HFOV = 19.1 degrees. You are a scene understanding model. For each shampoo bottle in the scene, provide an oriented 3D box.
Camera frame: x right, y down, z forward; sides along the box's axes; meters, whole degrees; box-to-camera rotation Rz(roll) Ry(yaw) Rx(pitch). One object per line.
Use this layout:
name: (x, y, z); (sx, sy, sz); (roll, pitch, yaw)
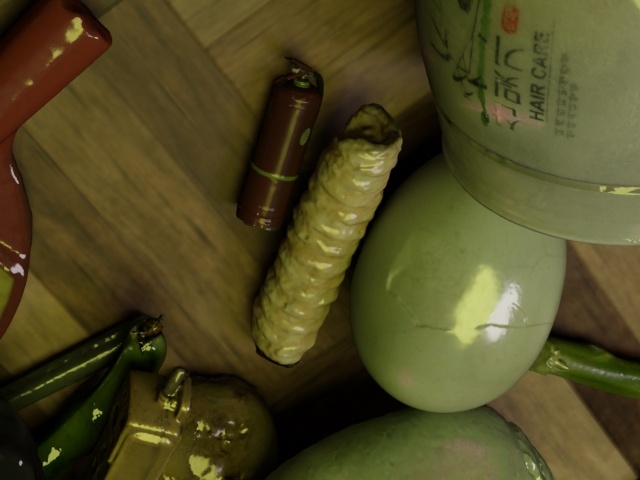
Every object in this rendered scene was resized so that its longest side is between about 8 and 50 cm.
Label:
shampoo bottle: (0.196, -0.156, 1.236); (0.273, 0.273, 0.266); (-7, 126, -12)

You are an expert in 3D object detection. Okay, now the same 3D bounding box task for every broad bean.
broad bean: (-0.174, 0.127, 1.413); (0.069, 0.039, 0.227); (2, 137, -48)

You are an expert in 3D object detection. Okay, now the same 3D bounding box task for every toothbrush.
toothbrush: (-0.252, 0.130, 1.417); (0.297, 0.030, 0.030); (-27, 146, -2)

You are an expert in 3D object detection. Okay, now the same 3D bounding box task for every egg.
egg: (0.102, 0.025, 1.383); (0.151, 0.151, 0.209); (11, 107, -21)

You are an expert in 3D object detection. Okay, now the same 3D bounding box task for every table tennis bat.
table tennis bat: (-0.305, -0.018, 1.311); (0.414, 0.051, 0.268); (-42, 121, 13)

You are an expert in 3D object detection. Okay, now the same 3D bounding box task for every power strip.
power strip: (-0.162, 0.195, 1.415); (0.044, 0.064, 0.305); (16, 131, -17)

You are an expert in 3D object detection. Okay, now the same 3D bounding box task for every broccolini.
broccolini: (0.329, 0.158, 1.564); (0.392, 0.074, 0.079); (17, 106, -25)

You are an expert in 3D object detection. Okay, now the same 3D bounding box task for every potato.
potato: (-0.068, 0.182, 1.460); (0.100, 0.089, 0.172); (-31, 122, 2)

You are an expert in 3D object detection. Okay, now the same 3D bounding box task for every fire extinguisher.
fire extinguisher: (-0.025, -0.072, 1.360); (0.056, 0.039, 0.132); (-11, 127, -48)

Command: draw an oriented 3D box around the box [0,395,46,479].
box: (-0.358, 0.266, 1.390); (0.359, 0.091, 0.350); (-4, 124, 2)

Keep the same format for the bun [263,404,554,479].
bun: (0.068, 0.269, 1.455); (0.293, 0.187, 0.293); (-21, 142, -18)

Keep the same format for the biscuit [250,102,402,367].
biscuit: (0.000, 0.000, 1.381); (0.055, 0.061, 0.219); (12, 127, -19)
